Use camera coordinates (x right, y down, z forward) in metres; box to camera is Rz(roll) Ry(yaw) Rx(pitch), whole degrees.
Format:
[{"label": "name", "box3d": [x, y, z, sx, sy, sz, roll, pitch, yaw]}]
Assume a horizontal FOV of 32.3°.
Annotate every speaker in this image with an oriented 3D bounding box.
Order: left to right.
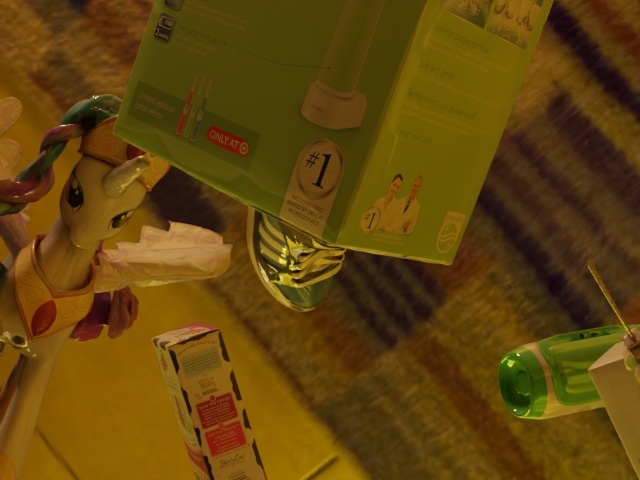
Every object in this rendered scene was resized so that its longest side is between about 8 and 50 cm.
[{"label": "speaker", "box3d": [0.449, 0.216, 1.837, 0.131, 0.296, 0.131, 173, 90, -69]}]

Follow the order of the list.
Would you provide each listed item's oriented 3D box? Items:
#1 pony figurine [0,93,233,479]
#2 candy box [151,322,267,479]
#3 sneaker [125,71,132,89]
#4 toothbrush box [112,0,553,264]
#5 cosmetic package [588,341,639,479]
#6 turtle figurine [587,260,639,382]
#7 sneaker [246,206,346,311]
[{"label": "pony figurine", "box3d": [-0.230, 0.034, 0.934, 0.302, 0.351, 0.363, 28, 95, -16]}, {"label": "candy box", "box3d": [-0.137, 0.226, 1.392, 0.071, 0.159, 0.233, -19, 95, -16]}, {"label": "sneaker", "box3d": [-0.195, -0.264, 1.727, 0.212, 0.094, 0.080, -14, 81, 18]}, {"label": "toothbrush box", "box3d": [0.020, -0.155, 0.658, 0.206, 0.122, 0.283, 26, 102, 38]}, {"label": "cosmetic package", "box3d": [0.520, 0.222, 1.480, 0.224, 0.138, 0.224, -27, 86, 36]}, {"label": "turtle figurine", "box3d": [0.438, 0.124, 1.190, 0.197, 0.266, 0.275, -30, 68, 0]}, {"label": "sneaker", "box3d": [0.000, -0.001, 1.532, 0.236, 0.130, 0.323, 34, 142, 51]}]
